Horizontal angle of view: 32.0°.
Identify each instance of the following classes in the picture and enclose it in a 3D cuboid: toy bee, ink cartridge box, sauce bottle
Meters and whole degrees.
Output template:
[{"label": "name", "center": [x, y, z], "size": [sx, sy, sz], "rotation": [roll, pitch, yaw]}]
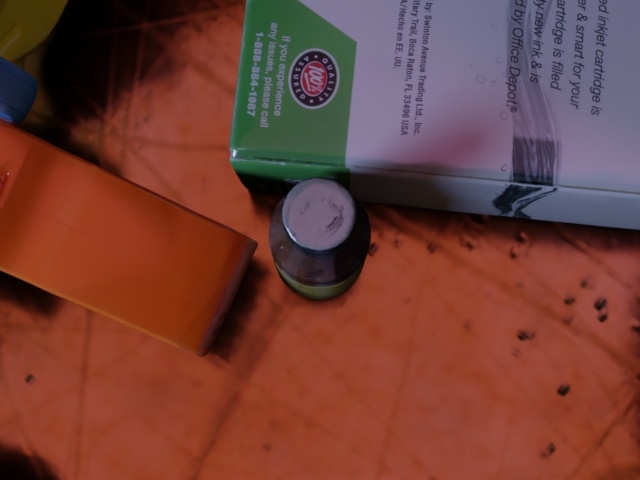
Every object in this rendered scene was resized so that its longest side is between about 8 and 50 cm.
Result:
[{"label": "toy bee", "center": [-0.174, -0.052, 0.455], "size": [0.195, 0.162, 0.298], "rotation": [-45, 110, -11]}, {"label": "ink cartridge box", "center": [0.075, -0.089, 0.473], "size": [0.208, 0.087, 0.153], "rotation": [7, 83, 2]}, {"label": "sauce bottle", "center": [0.000, 0.000, 0.442], "size": [0.042, 0.128, 0.042], "rotation": [0, 84, -1]}]
